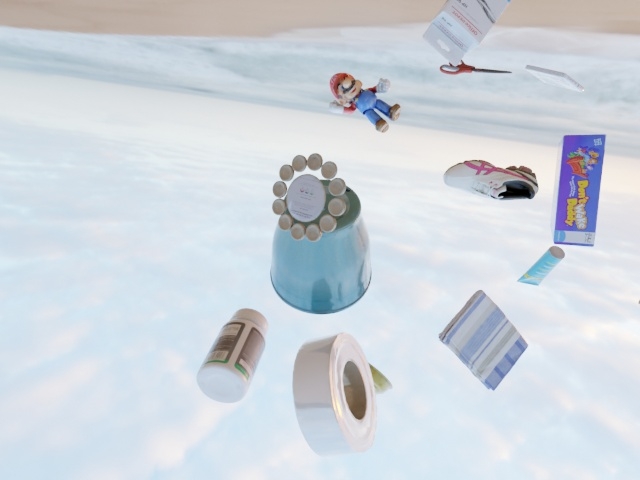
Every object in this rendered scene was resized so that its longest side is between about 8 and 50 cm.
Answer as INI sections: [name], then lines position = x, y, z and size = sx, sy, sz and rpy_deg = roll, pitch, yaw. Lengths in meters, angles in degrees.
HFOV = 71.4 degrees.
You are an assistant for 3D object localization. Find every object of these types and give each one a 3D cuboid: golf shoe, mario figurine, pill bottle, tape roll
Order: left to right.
[pill bottle]
position = -0.337, 0.450, 1.798
size = 0.204, 0.204, 0.361
rpy_deg = 10, -149, 6
[tape roll]
position = 0.043, 0.376, 1.097
size = 0.100, 0.286, 0.286
rpy_deg = -17, -174, 21
[mario figurine]
position = 0.160, -0.576, 1.793
size = 0.320, 0.170, 0.198
rpy_deg = 40, -126, 17
[golf shoe]
position = 0.346, -0.121, 0.911
size = 0.186, 0.067, 0.086
rpy_deg = 6, -146, 16

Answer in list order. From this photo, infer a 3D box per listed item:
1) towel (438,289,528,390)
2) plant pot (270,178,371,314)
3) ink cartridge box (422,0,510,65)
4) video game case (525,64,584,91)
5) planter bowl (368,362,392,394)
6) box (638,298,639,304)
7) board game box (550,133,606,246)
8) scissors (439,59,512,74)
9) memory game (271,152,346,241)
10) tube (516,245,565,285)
[towel]
position = 0.512, 0.313, 1.389
size = 0.285, 0.209, 0.034
rpy_deg = 45, 171, -18
[plant pot]
position = 0.000, 0.000, 1.101
size = 0.272, 0.255, 0.271
rpy_deg = 0, -132, 0
[ink cartridge box]
position = 0.307, -0.468, 0.919
size = 0.104, 0.180, 0.060
rpy_deg = 36, 178, -11
[video game case]
position = 0.811, -0.562, 1.544
size = 0.143, 0.019, 0.157
rpy_deg = 10, -158, -36
[planter bowl]
position = 0.102, 0.420, 1.343
size = 0.217, 0.217, 0.090
rpy_deg = 20, -118, 36
[box]
position = 0.812, 0.089, 0.965
size = 0.021, 0.201, 0.164
rpy_deg = 13, -163, -17
[board game box]
position = 0.614, -0.127, 1.081
size = 0.078, 0.233, 0.347
rpy_deg = 5, -169, 25
[scissors]
position = 0.641, -0.708, 1.868
size = 0.109, 0.021, 0.297
rpy_deg = -41, -128, -19
[memory game]
position = -0.027, -0.088, 0.913
size = 0.186, 0.186, 0.012
rpy_deg = 18, -170, 31
[tube]
position = 0.748, 0.095, 1.508
size = 0.080, 0.207, 0.052
rpy_deg = 15, -124, 5
